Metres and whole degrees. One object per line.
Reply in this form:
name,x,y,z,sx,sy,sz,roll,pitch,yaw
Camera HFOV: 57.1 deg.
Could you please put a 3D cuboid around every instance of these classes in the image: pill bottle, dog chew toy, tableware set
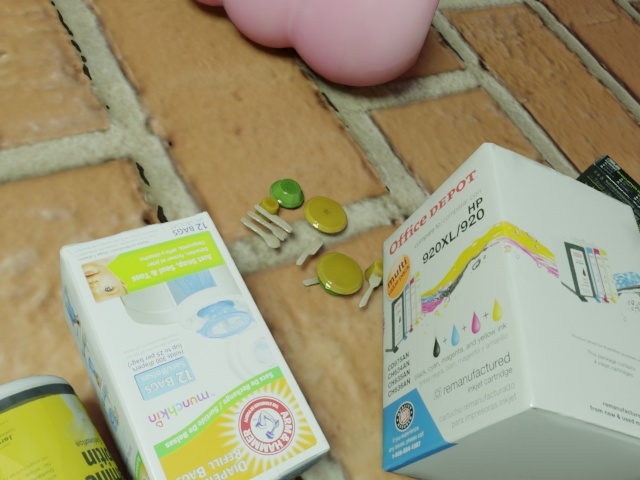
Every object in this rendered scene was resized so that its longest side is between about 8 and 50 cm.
pill bottle,-0.157,0.181,0.347,0.103,0.103,0.184,-26,70,-34
dog chew toy,-0.025,-0.314,0.696,0.331,0.207,0.207,20,51,1
tableware set,0.000,0.000,0.593,0.154,0.024,0.104,34,48,4

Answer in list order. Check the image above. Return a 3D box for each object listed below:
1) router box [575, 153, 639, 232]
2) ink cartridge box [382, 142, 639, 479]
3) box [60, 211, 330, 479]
router box,0.352,-0.029,0.713,0.038,0.092,0.122,-28,72,-35
ink cartridge box,0.164,0.074,0.499,0.168,0.171,0.233,20,50,-19
box,-0.099,0.098,0.429,0.114,0.103,0.203,-17,65,-31
